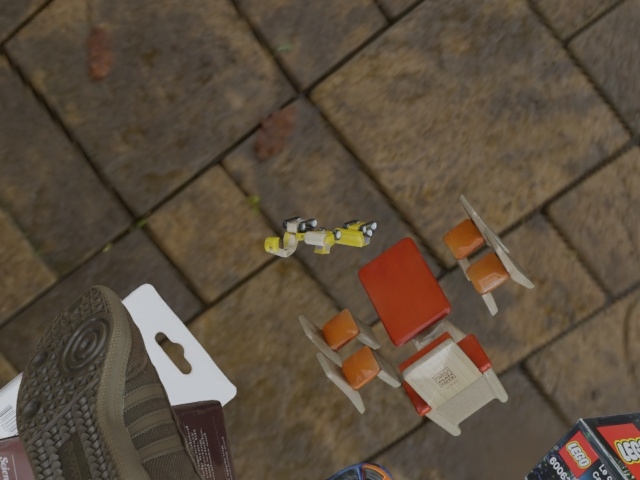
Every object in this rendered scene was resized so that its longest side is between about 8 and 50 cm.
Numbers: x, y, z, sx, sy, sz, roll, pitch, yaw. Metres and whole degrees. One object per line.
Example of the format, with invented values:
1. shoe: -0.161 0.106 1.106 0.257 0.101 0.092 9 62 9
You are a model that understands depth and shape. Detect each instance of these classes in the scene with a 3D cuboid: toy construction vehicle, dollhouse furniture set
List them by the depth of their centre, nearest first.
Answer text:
1. toy construction vehicle: 0.000 0.000 1.527 0.086 0.098 0.035 7 103 27
2. dollhouse furniture set: 0.116 0.092 1.751 0.262 0.259 0.135 -37 130 7

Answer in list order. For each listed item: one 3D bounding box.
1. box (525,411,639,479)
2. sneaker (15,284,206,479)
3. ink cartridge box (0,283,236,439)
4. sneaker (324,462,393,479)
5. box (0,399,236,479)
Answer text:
1. box: 0.220 0.151 0.705 0.044 0.233 0.159 -52 57 28
2. sneaker: -0.091 0.099 0.678 0.066 0.188 0.071 -37 124 14
3. ink cartridge box: -0.298 0.226 2.017 0.353 0.119 0.207 -38 94 8
4. sneaker: -0.010 0.296 1.511 0.221 0.087 0.083 -31 87 16
5. box: -0.170 0.230 1.222 0.167 0.203 0.168 -12 83 12
